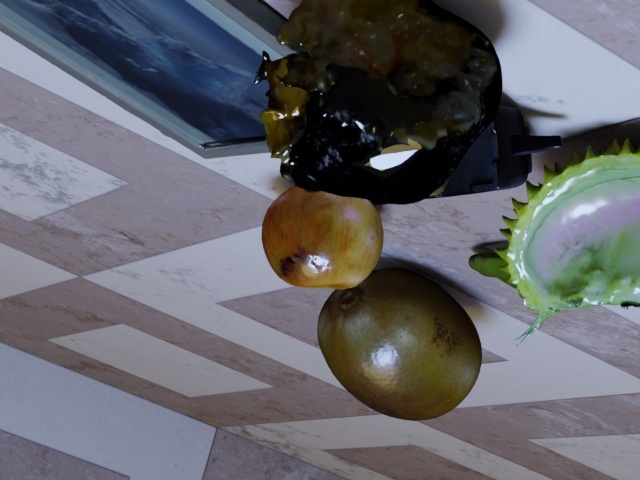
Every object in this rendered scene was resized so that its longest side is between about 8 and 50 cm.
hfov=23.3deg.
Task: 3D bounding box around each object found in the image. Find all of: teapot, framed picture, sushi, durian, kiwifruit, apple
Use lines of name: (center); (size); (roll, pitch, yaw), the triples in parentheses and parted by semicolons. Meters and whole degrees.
teapot: (0.163, -0.088, 1.557); (0.096, 0.087, 0.177); (-3, 177, -41)
framed picture: (-0.157, -0.195, 1.572); (0.326, 0.028, 0.446); (-3, 154, 44)
sushi: (0.049, -0.125, 1.388); (0.200, 0.213, 0.204); (36, 149, 10)
durian: (0.327, -0.005, 1.507); (0.356, 0.169, 0.157); (-8, 155, 36)
kiwifruit: (0.102, 0.135, 2.064); (0.196, 0.196, 0.234); (0, 150, 38)
apple: (0.000, 0.000, 1.848); (0.146, 0.146, 0.146); (14, 161, 5)

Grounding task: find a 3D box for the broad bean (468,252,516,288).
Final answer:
broad bean: (0.308, 0.035, 1.809); (0.339, 0.061, 0.077); (-5, 145, 44)
